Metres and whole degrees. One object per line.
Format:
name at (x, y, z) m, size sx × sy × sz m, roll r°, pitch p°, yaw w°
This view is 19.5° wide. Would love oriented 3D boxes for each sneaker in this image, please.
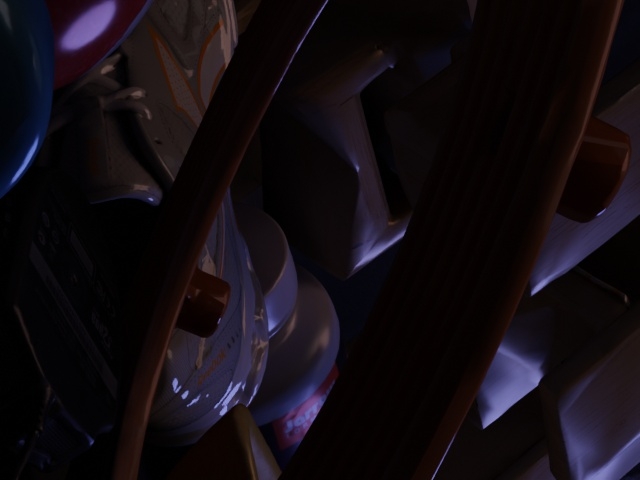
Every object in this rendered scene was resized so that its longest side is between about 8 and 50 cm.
sneaker at (-0.080, -0.048, 0.744) m, size 0.121 × 0.099 × 0.262 m, roll 35°, pitch 41°, yaw -81°

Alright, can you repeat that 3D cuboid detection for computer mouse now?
computer mouse at (-0.092, 0.061, 0.513) m, size 0.242 × 0.041 × 0.071 m, roll -89°, pitch 159°, yaw -55°

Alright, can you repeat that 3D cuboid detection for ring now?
ring at (0.000, 0.000, 0.510) m, size 0.336 × 0.032 × 0.336 m, roll -57°, pitch -163°, yaw 29°

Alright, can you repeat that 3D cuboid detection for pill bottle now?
pill bottle at (-0.037, 0.074, 0.937) m, size 0.193 × 0.108 × 0.108 m, roll 75°, pitch 2°, yaw -46°

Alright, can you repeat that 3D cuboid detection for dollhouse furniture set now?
dollhouse furniture set at (0.095, -0.042, 0.990) m, size 0.362 × 0.256 × 0.394 m, roll 34°, pitch -28°, yaw 41°

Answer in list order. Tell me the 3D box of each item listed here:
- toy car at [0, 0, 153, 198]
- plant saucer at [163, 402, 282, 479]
toy car at (-0.034, -0.146, 0.454) m, size 0.219 × 0.238 × 0.210 m, roll -100°, pitch 177°, yaw -59°
plant saucer at (-0.014, 0.265, 0.718) m, size 0.333 × 0.081 × 0.333 m, roll 75°, pitch 2°, yaw -69°
